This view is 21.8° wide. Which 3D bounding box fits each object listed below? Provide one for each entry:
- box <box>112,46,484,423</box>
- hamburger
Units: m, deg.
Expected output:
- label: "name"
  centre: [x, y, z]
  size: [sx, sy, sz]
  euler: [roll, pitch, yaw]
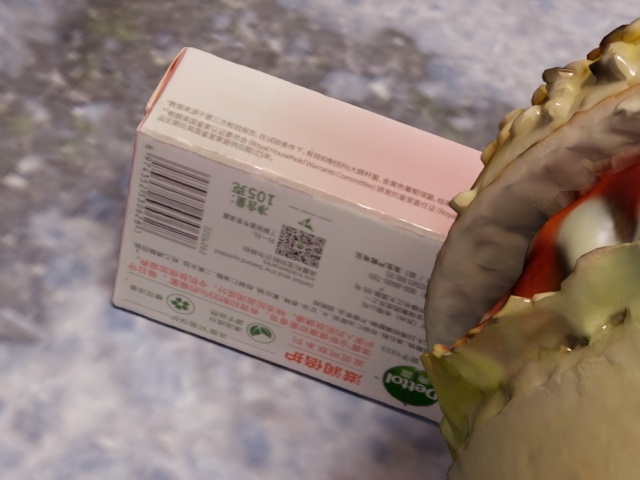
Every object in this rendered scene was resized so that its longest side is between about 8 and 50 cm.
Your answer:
- label: "box"
  centre: [0.000, 0.000, 0.536]
  size: [0.125, 0.089, 0.043]
  euler: [21, 49, 3]
- label: "hamburger"
  centre: [0.170, 0.034, 0.418]
  size: [0.300, 0.300, 0.176]
  euler: [2, 62, -12]
